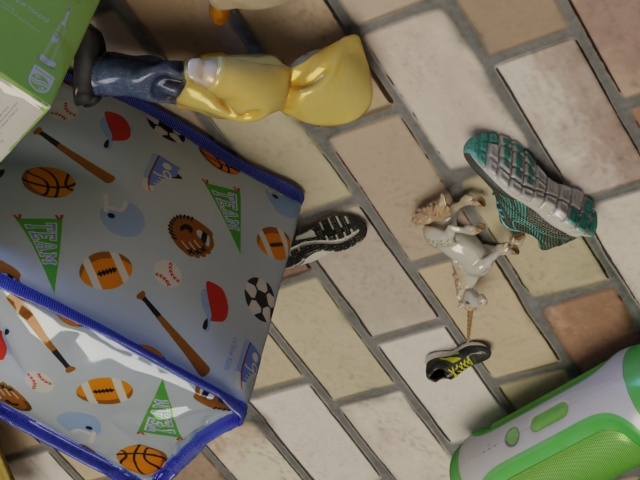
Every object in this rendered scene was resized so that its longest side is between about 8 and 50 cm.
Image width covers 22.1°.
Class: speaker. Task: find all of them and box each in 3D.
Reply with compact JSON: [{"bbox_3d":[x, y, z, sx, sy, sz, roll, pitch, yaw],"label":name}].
[{"bbox_3d":[0.286,0.224,1.849,0.131,0.131,0.296,37,130,-21],"label":"speaker"}]

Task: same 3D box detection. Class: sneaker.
[{"bbox_3d":[0.157,0.142,1.863,0.083,0.035,0.031,-19,126,29],"label":"sneaker"},{"bbox_3d":[0.200,-0.042,1.663,0.166,0.065,0.076,37,135,-18],"label":"sneaker"},{"bbox_3d":[0.000,0.000,1.771,0.109,0.044,0.040,-18,85,13],"label":"sneaker"}]

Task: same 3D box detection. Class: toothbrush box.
[{"bbox_3d":[-0.304,-0.183,1.491,0.122,0.283,0.206,36,131,-19],"label":"toothbrush box"}]

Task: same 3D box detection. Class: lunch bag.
[{"bbox_3d":[-0.251,0.018,1.644,0.385,0.327,0.239,31,131,-18],"label":"lunch bag"}]

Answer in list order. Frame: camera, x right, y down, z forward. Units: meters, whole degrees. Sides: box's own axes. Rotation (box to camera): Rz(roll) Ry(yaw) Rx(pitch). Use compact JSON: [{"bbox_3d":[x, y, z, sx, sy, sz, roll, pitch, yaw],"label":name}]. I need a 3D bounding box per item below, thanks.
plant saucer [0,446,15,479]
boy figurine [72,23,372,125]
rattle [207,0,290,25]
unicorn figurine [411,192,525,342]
[{"bbox_3d":[-0.555,0.228,2.086,0.333,0.081,0.332,1,134,12],"label":"plant saucer"},{"bbox_3d":[-0.092,-0.158,1.566,0.285,0.177,0.092,2,93,2],"label":"boy figurine"},{"bbox_3d":[-0.013,-0.258,1.503,0.200,0.130,0.142,-22,141,-2],"label":"rattle"},{"bbox_3d":[0.158,0.014,1.734,0.111,0.060,0.162,-28,107,42],"label":"unicorn figurine"}]
